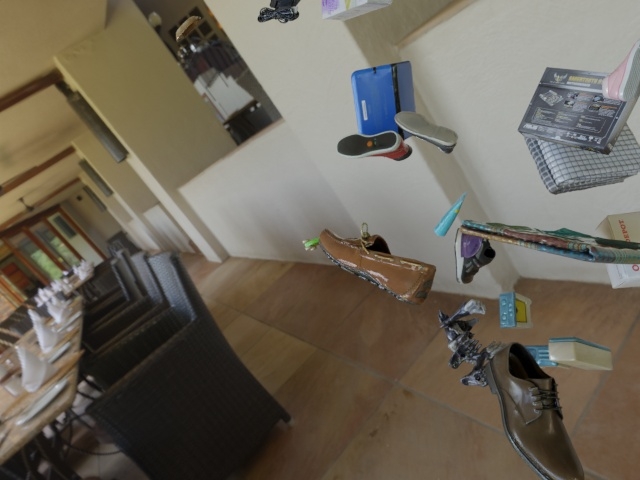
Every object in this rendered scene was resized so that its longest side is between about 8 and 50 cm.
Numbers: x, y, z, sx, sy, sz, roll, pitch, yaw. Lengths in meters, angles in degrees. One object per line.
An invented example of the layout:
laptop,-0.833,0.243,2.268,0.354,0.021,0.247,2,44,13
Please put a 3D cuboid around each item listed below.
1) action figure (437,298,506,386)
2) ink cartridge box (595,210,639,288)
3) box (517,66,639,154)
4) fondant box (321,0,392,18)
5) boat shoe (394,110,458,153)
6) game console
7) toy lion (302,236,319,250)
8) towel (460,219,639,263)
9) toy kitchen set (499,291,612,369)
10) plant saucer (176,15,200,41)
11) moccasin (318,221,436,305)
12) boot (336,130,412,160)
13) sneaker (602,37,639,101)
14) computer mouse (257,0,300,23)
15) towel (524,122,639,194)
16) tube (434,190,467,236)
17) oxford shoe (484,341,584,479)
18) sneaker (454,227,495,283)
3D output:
action figure,0.378,0.244,1.046,0.141,0.164,0.275,-36,2,18
ink cartridge box,0.778,0.015,0.961,0.219,0.092,0.160,-7,68,12
box,0.663,-0.340,1.090,0.231,0.056,0.183,31,104,44
fondant box,0.106,-0.860,1.345,0.096,0.239,0.330,-10,21,-21
boat shoe,0.309,-0.319,1.258,0.206,0.065,0.075,32,69,23
game console,0.261,-0.539,1.670,0.250,0.293,0.173,-9,20,6
toy lion,0.000,0.000,1.359,0.096,0.034,0.100,-24,-7,12
towel,0.497,0.002,0.820,0.370,0.040,0.271,3,9,-32
toy kitchen set,0.469,0.181,0.893,0.207,0.122,0.166,-26,52,56
plant saucer,-0.333,-0.530,1.045,0.083,0.015,0.083,-36,24,19
moccasin,0.144,0.039,1.165,0.380,0.139,0.147,27,95,47
boot,0.193,-0.319,1.493,0.244,0.089,0.176,2,-4,31
sneaker,0.647,-0.365,0.893,0.070,0.050,0.134,-123,46,-68
computer mouse,-0.113,-0.912,1.541,0.188,0.072,0.272,15,66,32
towel,0.795,-0.272,1.279,0.283,0.235,0.121,-9,-23,-4
tube,0.519,-0.104,1.664,0.080,0.052,0.207,-59,-7,-45
oxford shoe,0.326,0.257,0.639,0.082,0.096,0.227,-1,42,-13
sneaker,0.537,0.072,1.453,0.124,0.283,0.107,6,58,25
